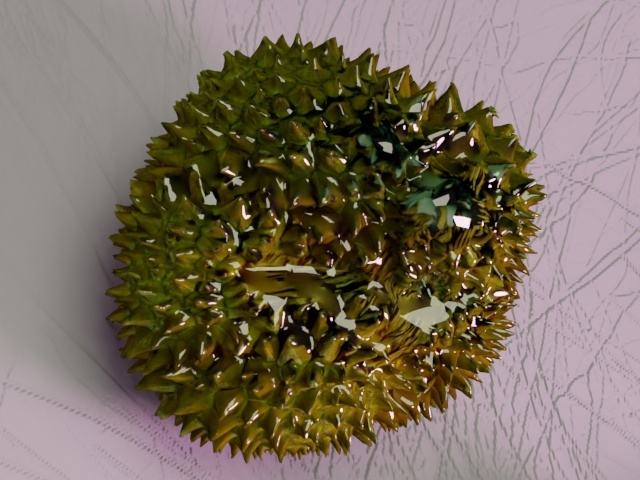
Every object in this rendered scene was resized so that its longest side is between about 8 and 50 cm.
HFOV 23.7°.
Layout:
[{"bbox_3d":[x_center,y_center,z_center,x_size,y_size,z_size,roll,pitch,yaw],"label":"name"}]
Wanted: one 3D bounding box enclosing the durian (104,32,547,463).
[{"bbox_3d":[-0.001,-0.002,0.975,0.291,0.224,0.291,-1,97,-5],"label":"durian"}]
